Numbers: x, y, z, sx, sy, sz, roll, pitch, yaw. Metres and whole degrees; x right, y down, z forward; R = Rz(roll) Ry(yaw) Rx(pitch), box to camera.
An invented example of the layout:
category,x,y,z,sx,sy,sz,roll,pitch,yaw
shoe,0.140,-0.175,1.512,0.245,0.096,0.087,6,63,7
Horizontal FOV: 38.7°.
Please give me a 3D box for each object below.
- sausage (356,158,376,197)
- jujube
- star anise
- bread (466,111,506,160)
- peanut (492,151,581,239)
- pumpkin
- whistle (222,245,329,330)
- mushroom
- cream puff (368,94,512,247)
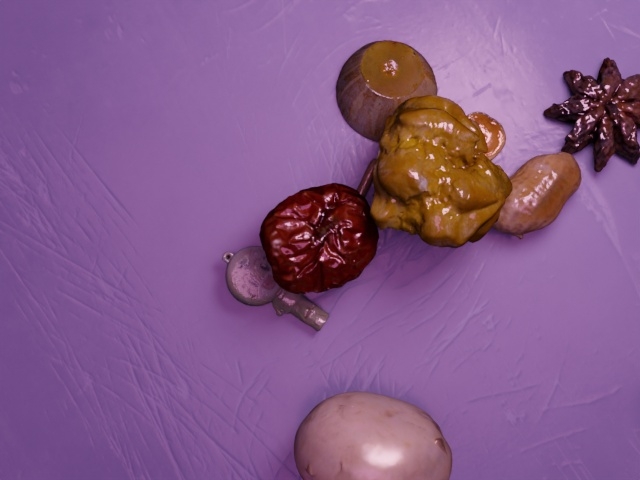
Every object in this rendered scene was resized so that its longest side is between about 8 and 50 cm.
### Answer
category,x,y,z,sx,sy,sz,roll,pitch,yaw
sausage,0.091,-0.112,1.929,0.024,0.024,0.132,25,90,1
jujube,0.000,0.000,1.832,0.232,0.213,0.212,-20,89,-5
star anise,0.596,-0.263,1.889,0.223,0.109,0.235,-18,87,-4
bread,0.338,-0.218,1.928,0.110,0.024,0.110,0,89,1
peanut,0.445,-0.095,1.877,0.224,0.129,0.129,-44,89,-1
pumpkin,0.140,-0.322,1.896,0.218,0.110,0.217,0,83,2
whistle,-0.097,0.102,1.910,0.258,0.067,0.126,34,77,-3
mushroom,0.096,0.480,1.816,0.315,0.314,0.336,5,110,1
cream puff,0.241,-0.143,1.772,0.270,0.323,0.274,5,107,9
